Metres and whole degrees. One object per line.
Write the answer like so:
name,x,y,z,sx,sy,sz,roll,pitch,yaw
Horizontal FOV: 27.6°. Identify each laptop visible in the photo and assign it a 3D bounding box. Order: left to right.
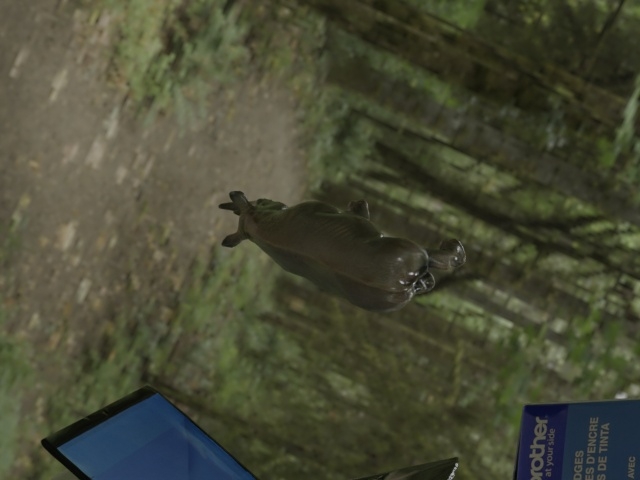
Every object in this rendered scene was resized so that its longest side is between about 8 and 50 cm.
laptop,-0.042,0.172,1.045,0.234,0.264,0.137,-21,96,-76

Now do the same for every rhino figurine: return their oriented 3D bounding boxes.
rhino figurine,0.000,0.000,1.162,0.106,0.243,0.073,-18,122,-50

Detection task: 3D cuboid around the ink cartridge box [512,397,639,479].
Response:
ink cartridge box,0.342,0.237,1.107,0.395,0.270,0.151,-7,-117,39

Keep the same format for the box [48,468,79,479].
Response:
box,-0.265,0.378,1.115,0.345,0.168,0.215,-31,130,-16
